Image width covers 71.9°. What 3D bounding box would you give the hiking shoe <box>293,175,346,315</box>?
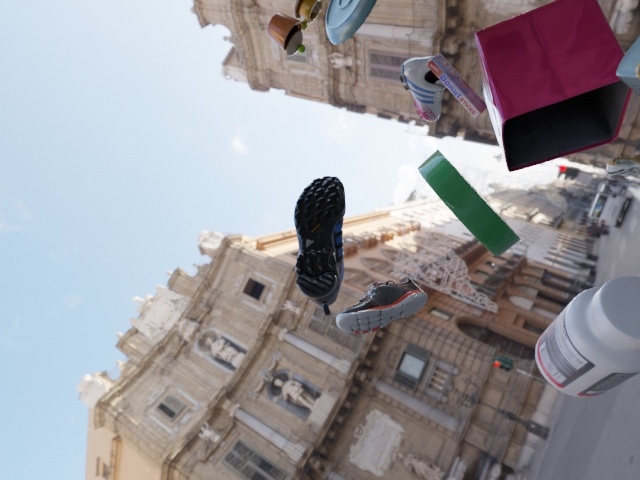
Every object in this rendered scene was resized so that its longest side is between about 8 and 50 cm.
[{"bbox_3d":[0.000,0.000,0.974,0.132,0.113,0.304,72,-157,-59],"label":"hiking shoe"}]

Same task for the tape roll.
[{"bbox_3d":[0.395,-0.102,1.183,0.077,0.321,0.321,-44,-22,19],"label":"tape roll"}]

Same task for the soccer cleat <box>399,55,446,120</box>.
[{"bbox_3d":[0.404,-0.539,1.600,0.331,0.143,0.116,29,-116,-53],"label":"soccer cleat"}]

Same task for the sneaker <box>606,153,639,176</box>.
[{"bbox_3d":[0.562,-0.132,0.794,0.037,0.083,0.032,71,-148,-45],"label":"sneaker"}]

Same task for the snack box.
[{"bbox_3d":[0.332,-0.377,1.072,0.064,0.178,0.022,-44,2,-43],"label":"snack box"}]

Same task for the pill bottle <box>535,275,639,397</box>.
[{"bbox_3d":[0.585,0.204,0.920,0.176,0.176,0.319,-55,-23,-24],"label":"pill bottle"}]

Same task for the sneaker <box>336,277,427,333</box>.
[{"bbox_3d":[0.092,0.102,0.717,0.157,0.065,0.061,-13,-42,-18],"label":"sneaker"}]

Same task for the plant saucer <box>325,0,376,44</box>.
[{"bbox_3d":[0.108,-0.845,1.533,0.043,0.317,0.318,17,-86,-31],"label":"plant saucer"}]

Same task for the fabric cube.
[{"bbox_3d":[0.531,-0.361,1.043,0.254,0.258,0.258,37,-139,-59],"label":"fabric cube"}]

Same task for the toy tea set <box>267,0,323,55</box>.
[{"bbox_3d":[0.012,-0.584,1.024,0.336,0.124,0.200,-57,-4,29],"label":"toy tea set"}]

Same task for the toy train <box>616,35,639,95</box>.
[{"bbox_3d":[0.457,-0.121,0.418,0.142,0.333,0.190,-57,13,20],"label":"toy train"}]
